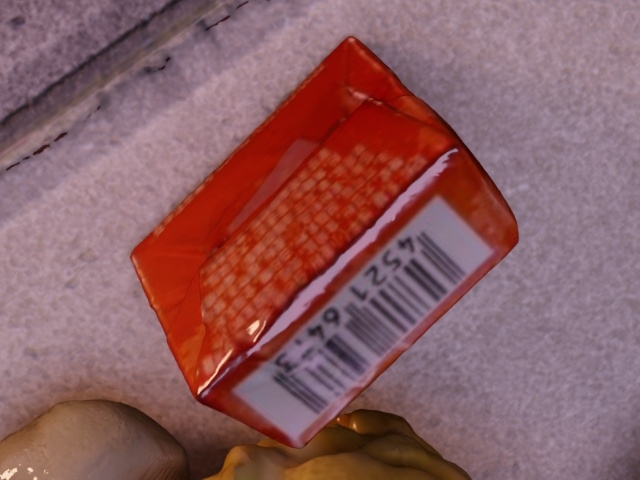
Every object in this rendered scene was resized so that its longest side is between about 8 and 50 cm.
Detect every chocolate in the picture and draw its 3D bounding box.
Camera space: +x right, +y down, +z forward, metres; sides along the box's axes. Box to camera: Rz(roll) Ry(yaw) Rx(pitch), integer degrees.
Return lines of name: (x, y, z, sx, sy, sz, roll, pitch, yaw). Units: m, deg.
chocolate: (0.000, 0.000, 1.199, 0.237, 0.235, 0.108, -46, 119, 4)

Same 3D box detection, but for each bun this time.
bun: (-0.187, 0.185, 1.275, 0.173, 0.166, 0.113, -44, 64, -2)

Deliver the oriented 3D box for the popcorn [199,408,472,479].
popcorn: (0.015, 0.319, 1.221, 0.344, 0.390, 0.354, -32, 72, -11)
